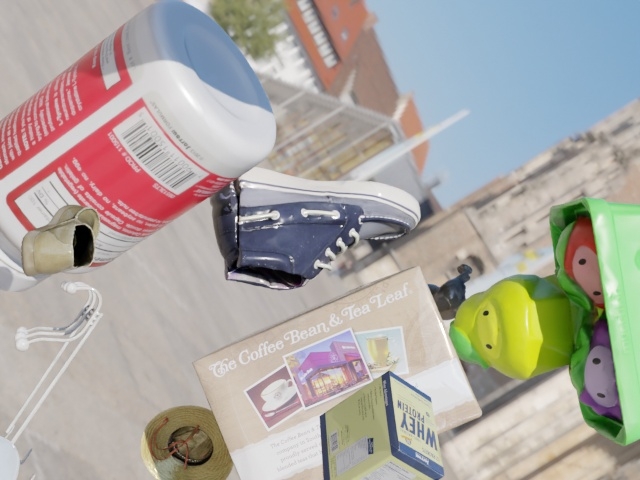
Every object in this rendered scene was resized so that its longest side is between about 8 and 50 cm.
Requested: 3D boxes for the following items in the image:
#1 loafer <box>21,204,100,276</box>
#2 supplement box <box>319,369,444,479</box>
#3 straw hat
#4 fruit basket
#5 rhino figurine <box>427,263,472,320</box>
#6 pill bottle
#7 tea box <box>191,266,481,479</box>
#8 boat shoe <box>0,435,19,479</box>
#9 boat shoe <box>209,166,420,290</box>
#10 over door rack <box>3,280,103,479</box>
[{"bbox_3d":[-0.235,0.003,0.932,0.148,0.050,0.056,-68,163,-71],"label":"loafer"},{"bbox_3d":[0.049,0.170,0.818,0.056,0.083,0.083,35,31,-31],"label":"supplement box"},{"bbox_3d":[-0.194,0.308,1.486,0.145,0.144,0.061,58,5,-1],"label":"straw hat"},{"bbox_3d":[0.387,0.124,1.529,0.392,0.392,0.283,58,-1,2],"label":"fruit basket"},{"bbox_3d":[0.168,0.120,1.826,0.073,0.243,0.106,60,29,-24],"label":"rhino figurine"},{"bbox_3d":[-0.277,-0.102,1.239,0.229,0.407,0.229,46,25,-30],"label":"pill bottle"},{"bbox_3d":[0.022,0.199,1.413,0.323,0.328,0.220,63,5,-85],"label":"tea box"},{"bbox_3d":[-0.533,0.405,1.351,0.113,0.306,0.105,35,-25,-16],"label":"boat shoe"},{"bbox_3d":[0.000,0.000,1.424,0.127,0.340,0.158,136,-46,-54],"label":"boat shoe"},{"bbox_3d":[-0.458,0.214,1.577,0.108,0.324,0.239,23,-7,-15],"label":"over door rack"}]
